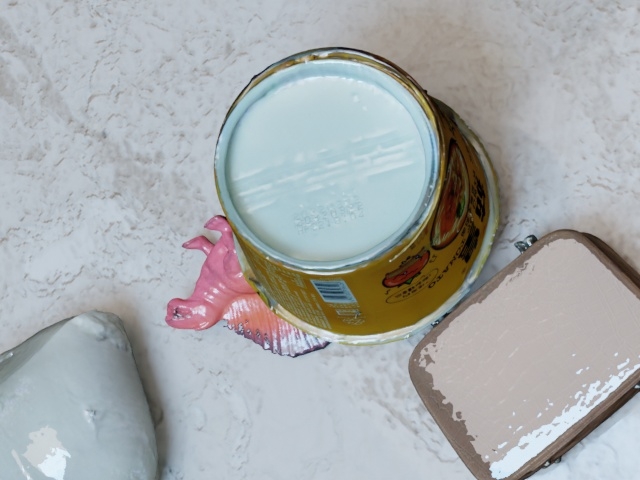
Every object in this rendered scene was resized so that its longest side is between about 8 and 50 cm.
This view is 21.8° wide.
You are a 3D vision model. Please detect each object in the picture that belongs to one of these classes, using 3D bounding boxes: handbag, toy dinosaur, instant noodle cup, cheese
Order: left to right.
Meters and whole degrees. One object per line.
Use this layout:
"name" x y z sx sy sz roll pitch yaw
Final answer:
"cheese" -0.225 0.174 1.387 0.198 0.154 0.189 -32 82 16
"toy dinosaur" 0.001 0.008 1.369 0.286 0.070 0.139 -33 87 9
"instant noodle cup" 0.019 -0.040 1.236 0.215 0.172 0.216 -2 77 10
"handbag" 0.167 0.086 1.289 0.193 0.072 0.151 -44 73 15
